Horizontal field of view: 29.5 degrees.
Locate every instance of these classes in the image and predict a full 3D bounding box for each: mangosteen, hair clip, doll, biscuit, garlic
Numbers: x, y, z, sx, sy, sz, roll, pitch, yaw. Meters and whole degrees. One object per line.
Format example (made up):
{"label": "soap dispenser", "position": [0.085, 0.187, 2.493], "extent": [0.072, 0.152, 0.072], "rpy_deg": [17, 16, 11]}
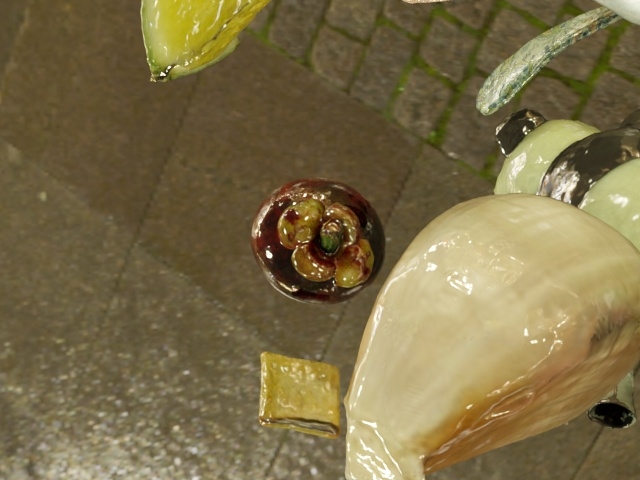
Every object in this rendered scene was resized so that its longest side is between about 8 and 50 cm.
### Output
{"label": "mangosteen", "position": [0.000, 0.000, 1.134], "extent": [0.140, 0.140, 0.140], "rpy_deg": [3, 95, 34]}
{"label": "hair clip", "position": [0.273, -0.225, 1.451], "extent": [0.229, 0.066, 0.036], "rpy_deg": [-33, 120, 26]}
{"label": "doll", "position": [0.217, -0.016, 0.854], "extent": [0.234, 0.135, 0.143], "rpy_deg": [45, 132, 53]}
{"label": "biscuit", "position": [-0.020, 0.148, 1.170], "extent": [0.018, 0.083, 0.081], "rpy_deg": [124, 153, -47]}
{"label": "garlic", "position": [0.092, 0.044, 0.540], "extent": [0.090, 0.198, 0.128], "rpy_deg": [34, 111, 26]}

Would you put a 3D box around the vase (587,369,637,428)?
{"label": "vase", "position": [0.358, 0.141, 1.458], "extent": [0.059, 0.059, 0.167], "rpy_deg": [-13, 44, 34]}

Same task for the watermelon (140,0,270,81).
{"label": "watermelon", "position": [-0.008, -0.213, 0.671], "extent": [0.301, 0.123, 0.129], "rpy_deg": [-45, 27, 32]}

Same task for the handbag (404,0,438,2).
{"label": "handbag", "position": [0.136, -0.259, 0.875], "extent": [0.179, 0.205, 0.116], "rpy_deg": [-135, 23, -67]}

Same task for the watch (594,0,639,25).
{"label": "watch", "position": [0.311, -0.312, 1.280], "extent": [0.206, 0.193, 0.068], "rpy_deg": [25, 131, -5]}
